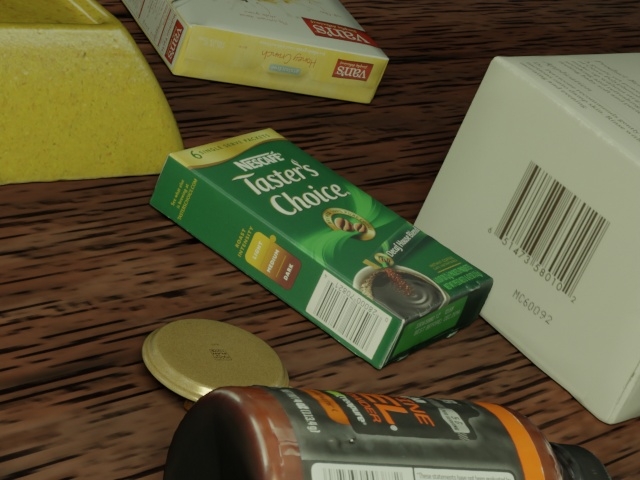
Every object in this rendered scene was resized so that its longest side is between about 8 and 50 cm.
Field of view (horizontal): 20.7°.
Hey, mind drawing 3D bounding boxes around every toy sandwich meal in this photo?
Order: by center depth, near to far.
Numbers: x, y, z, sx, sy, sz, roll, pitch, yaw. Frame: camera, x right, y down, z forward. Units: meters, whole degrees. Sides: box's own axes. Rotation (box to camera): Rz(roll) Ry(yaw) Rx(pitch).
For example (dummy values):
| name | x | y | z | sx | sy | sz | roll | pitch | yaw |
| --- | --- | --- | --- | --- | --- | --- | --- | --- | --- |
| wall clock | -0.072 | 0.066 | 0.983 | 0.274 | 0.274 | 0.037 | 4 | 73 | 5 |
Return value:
| name | x | y | z | sx | sy | sz | roll | pitch | yaw |
| --- | --- | --- | --- | --- | --- | --- | --- | --- | --- |
| toy sandwich meal | -0.052 | 0.071 | 0.891 | 0.085 | 0.029 | 0.085 | 14 | 26 | -7 |

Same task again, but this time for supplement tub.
| name | x | y | z | sx | sy | sz | roll | pitch | yaw |
| --- | --- | --- | --- | --- | --- | --- | --- | --- | --- |
| supplement tub | 0.035 | 0.121 | 0.779 | 0.198 | 0.106 | 0.106 | 7 | 30 | -31 |

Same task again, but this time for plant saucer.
| name | x | y | z | sx | sy | sz | roll | pitch | yaw |
| --- | --- | --- | --- | --- | --- | --- | --- | --- | --- |
| plant saucer | -0.283 | -0.153 | 1.070 | 0.333 | 0.081 | 0.333 | -6 | 39 | -46 |

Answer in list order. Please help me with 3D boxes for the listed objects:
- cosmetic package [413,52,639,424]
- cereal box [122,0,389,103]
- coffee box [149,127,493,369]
| name | x | y | z | sx | sy | sz | roll | pitch | yaw |
| --- | --- | --- | --- | --- | --- | --- | --- | --- | --- |
| cosmetic package | 0.261 | -0.019 | 1.171 | 0.365 | 0.155 | 0.197 | -5 | 38 | -46 |
| cereal box | -0.073 | -0.192 | 1.349 | 0.173 | 0.047 | 0.240 | 5 | 31 | -33 |
| coffee box | 0.000 | 0.000 | 1.051 | 0.184 | 0.040 | 0.113 | 35 | 28 | 23 |
